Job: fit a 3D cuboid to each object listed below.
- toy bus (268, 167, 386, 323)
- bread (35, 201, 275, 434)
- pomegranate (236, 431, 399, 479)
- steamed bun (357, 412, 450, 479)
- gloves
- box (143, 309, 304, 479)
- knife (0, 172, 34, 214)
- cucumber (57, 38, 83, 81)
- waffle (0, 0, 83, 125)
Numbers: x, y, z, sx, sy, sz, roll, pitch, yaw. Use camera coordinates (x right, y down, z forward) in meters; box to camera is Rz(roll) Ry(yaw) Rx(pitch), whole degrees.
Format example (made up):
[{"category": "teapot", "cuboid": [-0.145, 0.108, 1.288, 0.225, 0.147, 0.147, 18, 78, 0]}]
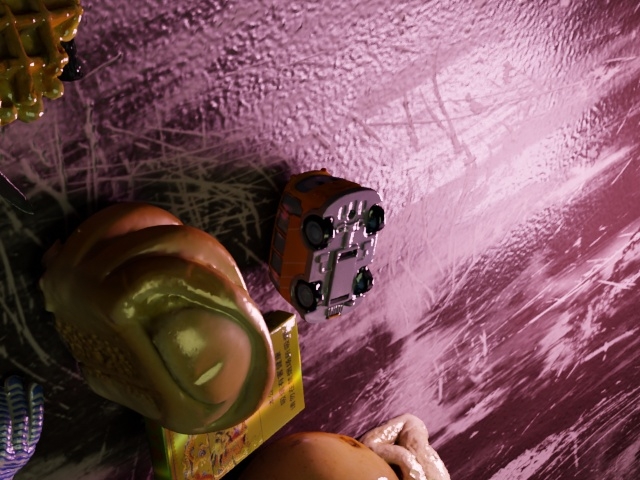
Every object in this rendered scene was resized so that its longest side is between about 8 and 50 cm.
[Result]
[{"category": "toy bus", "cuboid": [0.000, 0.000, 1.946, 0.126, 0.136, 0.209, -16, 128, -39]}, {"category": "bread", "cuboid": [-0.189, 0.096, 1.735, 0.211, 0.270, 0.315, -51, 139, -28]}, {"category": "pomegranate", "cuboid": [-0.009, 0.468, 2.170, 0.319, 0.319, 0.319, -27, 135, -31]}, {"category": "steamed bun", "cuboid": [0.151, 0.415, 2.405, 0.172, 0.155, 0.140, -21, 131, -36]}, {"category": "gloves", "cuboid": [-0.433, 0.279, 1.756, 0.229, 0.097, 0.119, -60, 173, 0]}, {"category": "box", "cuboid": [-0.134, 0.245, 1.984, 0.311, 0.043, 0.173, -34, 127, -46]}, {"category": "knife", "cuboid": [-0.386, -0.073, 1.592, 0.023, 0.010, 0.170, -44, 143, -3]}, {"category": "cucumber", "cuboid": [-0.311, -0.258, 1.505, 0.070, 0.046, 0.220, -25, 135, -21]}, {"category": "waffle", "cuboid": [-0.361, -0.253, 1.331, 0.301, 0.058, 0.281, 12, 69, -42]}]
